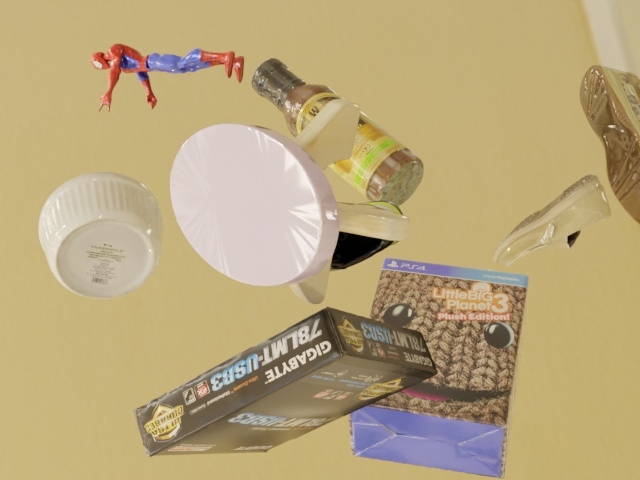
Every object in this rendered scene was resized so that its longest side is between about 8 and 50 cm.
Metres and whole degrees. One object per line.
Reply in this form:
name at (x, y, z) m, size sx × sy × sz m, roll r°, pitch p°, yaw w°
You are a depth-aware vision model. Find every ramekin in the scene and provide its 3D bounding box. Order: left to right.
ramekin at (-0.357, 0.001, 1.875) m, size 0.207 × 0.207 × 0.109 m, roll -14°, pitch -142°, yaw -7°

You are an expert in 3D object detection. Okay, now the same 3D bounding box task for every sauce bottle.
sauce bottle at (0.019, -0.188, 1.922) m, size 0.111 × 0.344 × 0.111 m, roll -39°, pitch 153°, yaw -24°

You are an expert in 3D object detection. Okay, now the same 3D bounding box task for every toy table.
toy table at (-0.035, -0.041, 1.331) m, size 0.161 × 0.252 × 0.274 m, roll -2°, pitch -151°, yaw -44°

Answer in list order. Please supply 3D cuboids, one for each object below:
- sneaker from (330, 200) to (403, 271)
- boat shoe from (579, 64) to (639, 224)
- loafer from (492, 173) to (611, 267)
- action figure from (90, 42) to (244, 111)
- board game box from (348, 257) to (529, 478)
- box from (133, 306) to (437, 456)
sneaker at (0.001, 0.002, 1.503) m, size 0.235 × 0.084 × 0.097 m, roll -21°, pitch -170°, yaw 20°
boat shoe at (0.475, -0.147, 1.689) m, size 0.089 × 0.285 × 0.104 m, roll -2°, pitch 150°, yaw -19°
loafer at (0.433, -0.016, 2.129) m, size 0.268 × 0.092 × 0.102 m, roll -40°, pitch 178°, yaw 38°
action figure at (-0.287, -0.281, 2.030) m, size 0.280 × 0.139 × 0.091 m, roll 9°, pitch 180°, yaw 15°
board game box at (0.184, 0.188, 1.729) m, size 0.232 × 0.291 × 0.141 m, roll 6°, pitch 137°, yaw 11°
box at (-0.037, 0.191, 1.455) m, size 0.293 × 0.073 × 0.295 m, roll -30°, pitch 158°, yaw 19°
